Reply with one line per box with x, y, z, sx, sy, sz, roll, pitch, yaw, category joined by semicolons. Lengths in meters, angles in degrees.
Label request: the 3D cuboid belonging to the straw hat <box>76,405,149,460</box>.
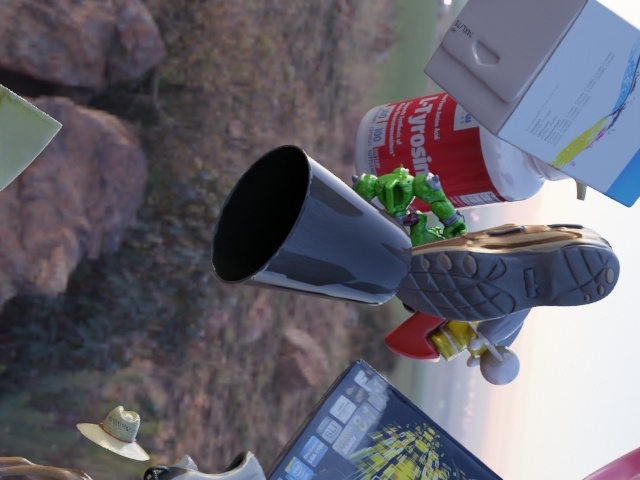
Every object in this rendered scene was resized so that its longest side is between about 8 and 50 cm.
-0.334;0.312;1.904;0.061;0.144;0.144;-65;170;-3;straw hat

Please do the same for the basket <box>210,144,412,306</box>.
0.000;0.000;1.516;0.204;0.227;0.154;-51;-138;19;basket

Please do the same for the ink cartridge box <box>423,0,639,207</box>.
0.316;-0.206;1.443;0.197;0.270;0.198;-56;-143;17;ink cartridge box

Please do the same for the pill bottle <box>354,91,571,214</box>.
0.287;-0.175;2.147;0.229;0.407;0.229;15;72;-53;pill bottle

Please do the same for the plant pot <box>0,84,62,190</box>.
-0.597;-0.183;1.873;0.187;0.212;0.212;-61;163;-4;plant pot

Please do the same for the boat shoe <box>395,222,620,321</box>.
0.257;0.037;1.621;0.116;0.324;0.123;-75;162;-60;boat shoe

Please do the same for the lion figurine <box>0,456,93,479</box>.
-0.400;0.489;1.912;0.142;0.240;0.392;-83;157;-45;lion figurine

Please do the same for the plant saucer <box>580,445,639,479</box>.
0.539;0.386;1.827;0.084;0.332;0.332;61;4;10;plant saucer

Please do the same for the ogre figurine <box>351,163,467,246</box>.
0.126;-0.051;1.778;0.097;0.197;0.118;-40;131;-41;ogre figurine

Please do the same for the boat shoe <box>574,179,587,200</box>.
0.502;-0.144;2.234;0.050;0.045;0.135;7;81;-80;boat shoe

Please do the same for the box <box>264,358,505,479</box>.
0.051;0.395;1.425;0.395;0.318;0.097;-49;178;-33;box

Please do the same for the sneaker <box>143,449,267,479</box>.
-0.175;0.279;1.146;0.100;0.271;0.108;-27;-108;61;sneaker

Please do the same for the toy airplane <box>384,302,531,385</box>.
0.381;0.174;2.445;0.386;0.384;0.272;-2;69;-43;toy airplane
